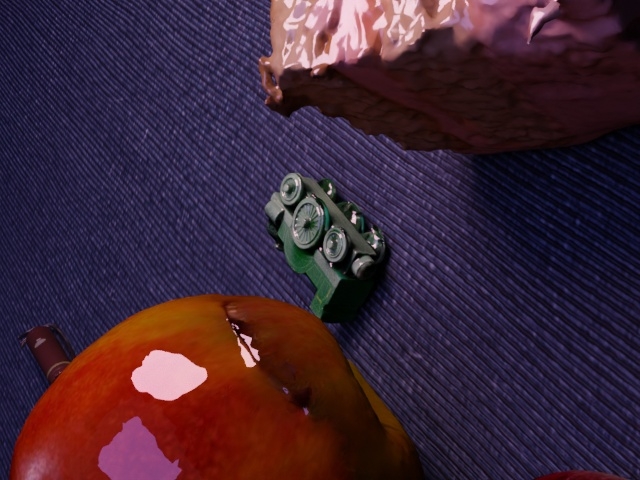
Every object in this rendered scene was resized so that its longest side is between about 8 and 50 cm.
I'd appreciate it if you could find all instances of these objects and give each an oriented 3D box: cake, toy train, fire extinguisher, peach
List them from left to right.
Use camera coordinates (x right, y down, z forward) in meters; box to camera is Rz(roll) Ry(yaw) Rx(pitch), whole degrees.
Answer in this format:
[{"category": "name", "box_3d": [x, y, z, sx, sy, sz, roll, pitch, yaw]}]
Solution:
[{"category": "fire extinguisher", "box_3d": [-0.406, 0.169, 1.477, 0.064, 0.043, 0.158, -40, 43, -8]}, {"category": "peach", "box_3d": [-0.098, 0.232, 0.884, 0.370, 0.370, 0.370, -19, 63, 43]}, {"category": "toy train", "box_3d": [0.000, 0.000, 1.077, 0.178, 0.071, 0.105, 51, 125, 42]}, {"category": "cake", "box_3d": [0.151, -0.245, 0.836, 0.306, 0.293, 0.314, -7, 75, 41]}]

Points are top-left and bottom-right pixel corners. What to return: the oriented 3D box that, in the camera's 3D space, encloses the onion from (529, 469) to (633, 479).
[{"category": "onion", "box_3d": [0.162, 0.289, 0.704, 0.272, 0.195, 0.272, -28, 48, 36]}]
